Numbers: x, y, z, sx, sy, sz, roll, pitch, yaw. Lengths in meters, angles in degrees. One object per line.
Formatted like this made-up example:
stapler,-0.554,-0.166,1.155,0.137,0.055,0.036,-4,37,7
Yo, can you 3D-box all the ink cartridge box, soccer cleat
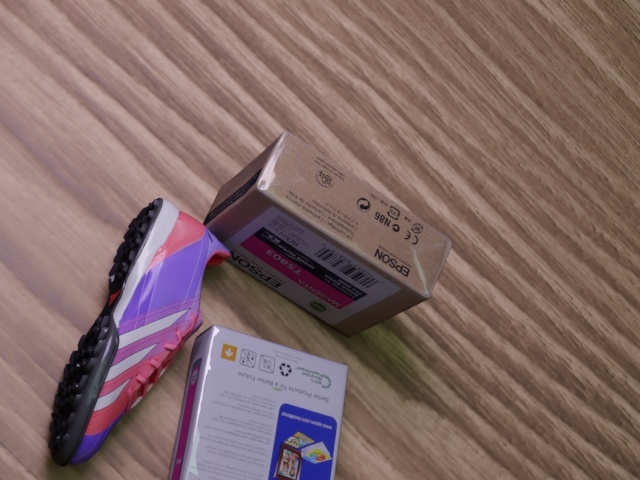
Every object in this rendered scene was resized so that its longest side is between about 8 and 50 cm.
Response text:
ink cartridge box,0.000,0.000,1.334,0.234,0.193,0.088,32,60,-13
soccer cleat,-0.189,0.105,1.244,0.116,0.108,0.318,31,56,-20
ink cartridge box,-0.077,0.288,1.252,0.176,0.069,0.371,20,60,-22
